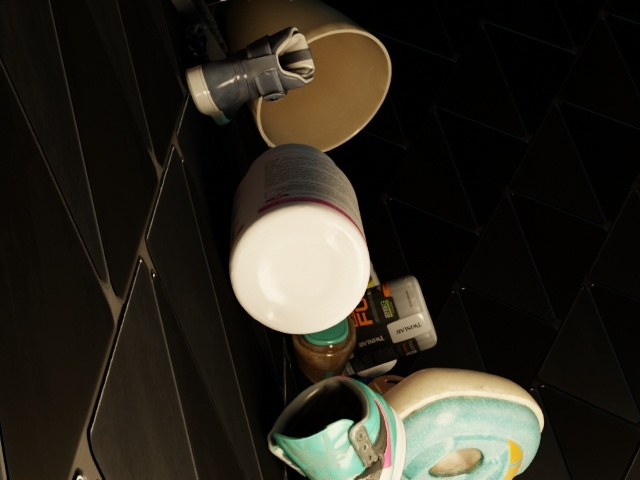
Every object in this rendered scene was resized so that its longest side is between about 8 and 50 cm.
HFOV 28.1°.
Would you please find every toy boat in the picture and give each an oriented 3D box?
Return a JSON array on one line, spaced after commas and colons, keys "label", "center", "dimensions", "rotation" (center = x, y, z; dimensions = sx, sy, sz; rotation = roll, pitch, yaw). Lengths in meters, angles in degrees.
[{"label": "toy boat", "center": [0.137, 0.292, 1.589], "dimensions": [0.267, 0.318, 0.148], "rotation": [15, 40, -40]}]

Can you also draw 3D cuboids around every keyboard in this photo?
[{"label": "keyboard", "center": [-0.180, -0.325, 1.863], "dimensions": [0.317, 0.033, 0.202], "rotation": [54, 18, -71]}]

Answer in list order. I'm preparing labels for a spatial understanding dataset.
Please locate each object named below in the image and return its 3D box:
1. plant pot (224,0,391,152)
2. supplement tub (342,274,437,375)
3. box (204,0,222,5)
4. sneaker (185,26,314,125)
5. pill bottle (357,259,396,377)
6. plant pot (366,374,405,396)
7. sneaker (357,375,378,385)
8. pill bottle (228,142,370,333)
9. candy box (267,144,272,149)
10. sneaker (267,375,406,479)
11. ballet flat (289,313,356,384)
[{"label": "plant pot", "center": [-0.055, -0.329, 2.237], "dimensions": [0.274, 0.256, 0.256], "rotation": [53, -7, 39]}, {"label": "supplement tub", "center": [0.071, 0.133, 1.927], "dimensions": [0.117, 0.190, 0.117], "rotation": [-20, 90, -86]}, {"label": "box", "center": [-0.161, -0.491, 2.046], "dimensions": [0.153, 0.108, 0.207], "rotation": [-153, -137, -73]}, {"label": "sneaker", "center": [-0.086, -0.223, 1.745], "dimensions": [0.226, 0.163, 0.086], "rotation": [-71, 140, -84]}, {"label": "pill bottle", "center": [0.067, 0.138, 2.298], "dimensions": [0.117, 0.117, 0.215], "rotation": [-100, 169, -63]}, {"label": "plant pot", "center": [0.143, 0.321, 2.288], "dimensions": [0.165, 0.167, 0.167], "rotation": [43, 27, -62]}, {"label": "sneaker", "center": [0.129, 0.320, 2.459], "dimensions": [0.083, 0.087, 0.221], "rotation": [-69, 140, -83]}, {"label": "pill bottle", "center": [-0.029, -0.015, 1.560], "dimensions": [0.283, 0.160, 0.160], "rotation": [-97, 167, -68]}, {"label": "candy box", "center": [-0.074, -0.230, 2.423], "dimensions": [0.196, 0.070, 0.165], "rotation": [62, 10, -63]}, {"label": "sneaker", "center": [0.023, 0.262, 1.334], "dimensions": [0.178, 0.123, 0.296], "rotation": [51, 30, -44]}, {"label": "ballet flat", "center": [-0.010, 0.077, 1.839], "dimensions": [0.342, 0.116, 0.124], "rotation": [-103, -168, -48]}]
